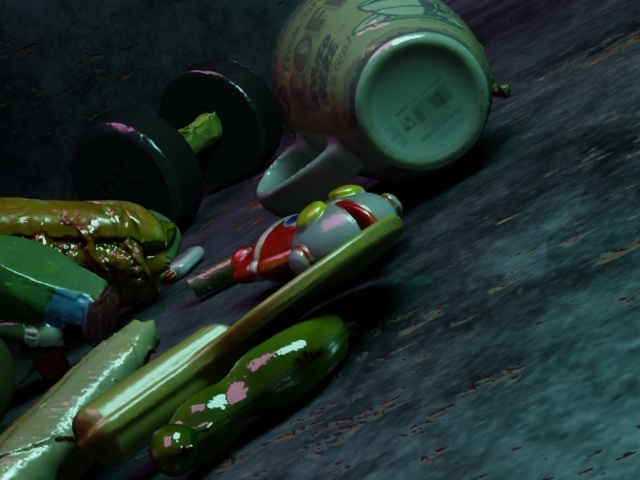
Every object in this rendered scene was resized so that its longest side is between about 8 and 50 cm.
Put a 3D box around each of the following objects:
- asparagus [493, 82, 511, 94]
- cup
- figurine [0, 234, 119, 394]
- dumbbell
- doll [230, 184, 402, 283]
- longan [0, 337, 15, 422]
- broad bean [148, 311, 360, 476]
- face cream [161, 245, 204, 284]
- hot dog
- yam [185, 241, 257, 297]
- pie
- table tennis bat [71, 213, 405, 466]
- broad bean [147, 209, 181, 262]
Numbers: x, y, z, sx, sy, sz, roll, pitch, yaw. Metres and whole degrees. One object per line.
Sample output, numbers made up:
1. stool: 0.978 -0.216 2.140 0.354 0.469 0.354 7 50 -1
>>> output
1. asparagus: 0.221 -0.192 1.715 0.015 0.018 0.127 -64 10 4
2. cup: 0.046 -0.137 1.439 0.301 0.227 0.257 -46 14 4
3. figurine: -0.332 0.116 1.478 0.127 0.185 0.234 -91 23 -65
4. dumbbell: -0.220 -0.142 2.115 0.204 0.203 0.322 -21 13 36
5. doll: 0.000 0.000 1.251 0.142 0.076 0.245 -33 7 -25
6. longan: -0.393 0.150 1.339 0.185 0.159 0.204 -24 -1 -18
7. broad bean: -0.043 0.102 0.951 0.214 0.048 0.070 -35 3 -41
8. face cream: -0.174 0.033 1.673 0.040 0.021 0.083 -23 12 28
9. hot dog: -0.347 0.031 1.562 0.349 0.158 0.117 1 49 -7
10. yam: -0.076 0.020 1.458 0.145 0.032 0.032 -27 11 7
11. pie: -0.207 0.158 1.032 0.128 0.068 0.282 -51 1 39
12. table tennis bat: -0.055 0.072 1.040 0.321 0.050 0.198 -33 -5 -34
13. broad bean: -0.256 0.018 1.764 0.169 0.100 0.228 -28 7 -36
